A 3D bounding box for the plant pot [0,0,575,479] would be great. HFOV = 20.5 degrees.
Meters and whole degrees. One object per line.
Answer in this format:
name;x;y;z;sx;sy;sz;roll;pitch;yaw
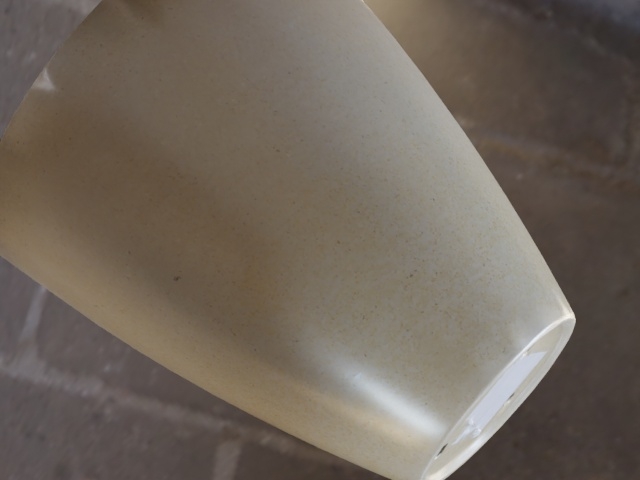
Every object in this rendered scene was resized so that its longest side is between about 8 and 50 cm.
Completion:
plant pot;0.000;0.000;0.989;0.274;0.256;0.256;41;64;17
